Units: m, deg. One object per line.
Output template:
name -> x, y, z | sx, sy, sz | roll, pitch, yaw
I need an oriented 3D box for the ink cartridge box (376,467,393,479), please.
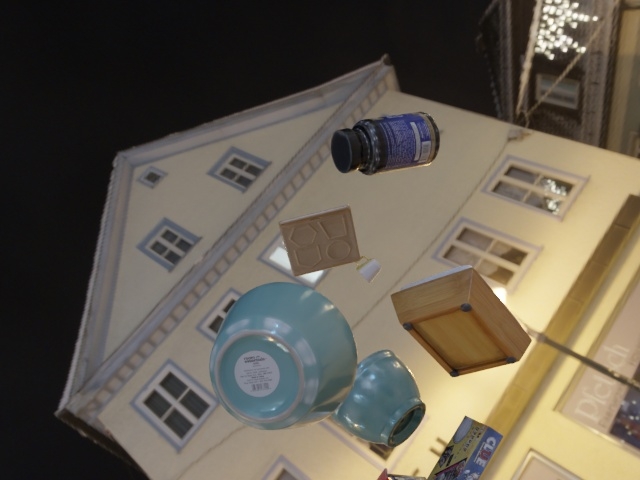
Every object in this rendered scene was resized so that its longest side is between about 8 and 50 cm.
ink cartridge box -> 0.099, 0.461, 0.898 | 0.134, 0.078, 0.231 | -56, -1, 3

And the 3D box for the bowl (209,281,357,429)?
bowl -> -0.093, 0.247, 1.169 | 0.163, 0.312, 0.311 | -19, -51, -75

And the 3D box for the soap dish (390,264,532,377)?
soap dish -> 0.340, 0.206, 1.431 | 0.291, 0.229, 0.118 | 46, -140, -26

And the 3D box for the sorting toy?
sorting toy -> 0.000, 0.000, 1.592 | 0.193, 0.038, 0.208 | -14, -50, 0

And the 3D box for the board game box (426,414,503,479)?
board game box -> 0.309, 0.524, 1.343 | 0.243, 0.042, 0.165 | -56, -1, -9

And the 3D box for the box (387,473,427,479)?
box -> 0.273, 0.738, 1.658 | 0.137, 0.225, 0.036 | 11, -78, -15

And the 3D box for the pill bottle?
pill bottle -> 0.140, -0.208, 1.288 | 0.219, 0.123, 0.122 | -12, -57, -25

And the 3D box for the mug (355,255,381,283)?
mug -> 0.147, 0.083, 1.806 | 0.064, 0.078, 0.062 | -43, 1, 0

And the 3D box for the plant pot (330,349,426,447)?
plant pot -> 0.205, 0.520, 1.856 | 0.293, 0.196, 0.292 | -28, -43, -30
